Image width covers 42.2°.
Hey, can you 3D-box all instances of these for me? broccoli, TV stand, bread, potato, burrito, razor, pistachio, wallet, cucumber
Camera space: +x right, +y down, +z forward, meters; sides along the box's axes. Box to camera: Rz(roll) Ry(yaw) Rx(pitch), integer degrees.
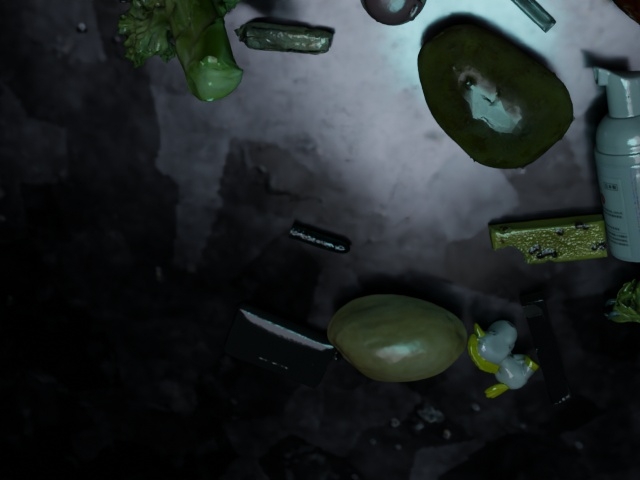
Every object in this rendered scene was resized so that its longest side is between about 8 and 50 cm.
[{"bbox_3d":[-0.183,-0.438,1.390,0.274,0.397,0.353,0,111,-19],"label":"broccoli"},{"bbox_3d":[0.480,0.231,1.764,0.049,0.040,0.257,-15,110,14],"label":"TV stand"},{"bbox_3d":[0.455,0.001,1.662,0.226,0.049,0.088,-7,113,12],"label":"bread"},{"bbox_3d":[0.307,-0.260,1.502,0.307,0.173,0.210,40,115,-8],"label":"potato"},{"bbox_3d":[-0.071,-0.381,1.571,0.188,0.045,0.058,7,125,4],"label":"burrito"},{"bbox_3d":[0.313,-0.472,1.479,0.278,0.056,0.111,37,115,-16],"label":"razor"},{"bbox_3d":[0.158,0.205,1.737,0.293,0.162,0.182,2,80,9],"label":"pistachio"},{"bbox_3d":[-0.088,0.239,1.851,0.250,0.044,0.149,23,118,-3],"label":"wallet"},{"bbox_3d":[0.000,0.000,1.738,0.133,0.032,0.032,18,115,-1],"label":"cucumber"}]

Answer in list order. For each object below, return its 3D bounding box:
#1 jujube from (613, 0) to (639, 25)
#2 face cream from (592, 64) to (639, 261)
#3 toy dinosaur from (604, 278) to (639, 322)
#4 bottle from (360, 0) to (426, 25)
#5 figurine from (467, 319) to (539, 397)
[{"bbox_3d":[0.624,-0.419,1.378,0.342,0.216,0.216,34,115,-22],"label":"jujube"},{"bbox_3d":[0.579,-0.153,1.522,0.145,0.145,0.370,-11,113,13],"label":"face cream"},{"bbox_3d":[0.653,0.099,1.614,0.153,0.094,0.259,-4,151,3],"label":"toy dinosaur"},{"bbox_3d":[0.125,-0.429,1.408,0.120,0.253,0.120,3,113,7],"label":"bottle"},{"bbox_3d":[0.373,0.237,1.737,0.129,0.109,0.178,-39,112,-25],"label":"figurine"}]
